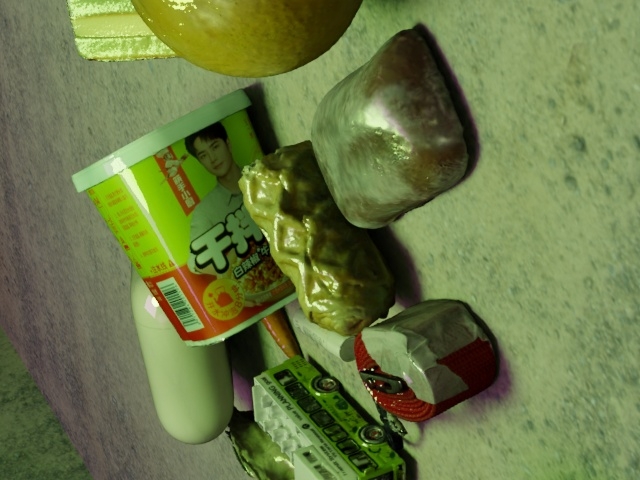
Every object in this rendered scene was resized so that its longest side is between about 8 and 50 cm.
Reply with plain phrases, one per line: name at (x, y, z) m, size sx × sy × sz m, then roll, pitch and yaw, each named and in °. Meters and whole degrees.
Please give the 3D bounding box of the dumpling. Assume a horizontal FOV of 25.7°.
dumpling at (-0.071, 0.370, 2.363) m, size 0.332 × 0.086 × 0.166 m, roll 49°, pitch -178°, yaw 37°

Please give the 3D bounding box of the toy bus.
toy bus at (0.001, 0.299, 2.081) m, size 0.301 × 0.139 × 0.113 m, roll 42°, pitch 143°, yaw 48°

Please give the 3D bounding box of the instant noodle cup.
instant noodle cup at (-0.172, -0.023, 2.052) m, size 0.308 × 0.294 × 0.294 m, roll 63°, pitch 157°, yaw -7°

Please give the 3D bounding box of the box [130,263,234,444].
box at (-0.232, 0.148, 2.367) m, size 0.289 × 0.141 × 0.349 m, roll -100°, pitch 1°, yaw -62°

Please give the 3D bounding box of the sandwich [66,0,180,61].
sandwich at (-0.258, -0.318, 2.056) m, size 0.144 × 0.187 × 0.117 m, roll 43°, pitch 147°, yaw 54°

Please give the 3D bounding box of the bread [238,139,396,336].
bread at (0.000, 0.000, 1.823) m, size 0.130 × 0.152 × 0.268 m, roll -42°, pitch 70°, yaw 41°

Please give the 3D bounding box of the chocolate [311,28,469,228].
chocolate at (0.063, -0.116, 1.661) m, size 0.185 × 0.100 × 0.303 m, roll 63°, pitch 159°, yaw 4°

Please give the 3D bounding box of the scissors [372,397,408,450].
scissors at (0.094, 0.239, 1.859) m, size 0.300 × 0.022 × 0.109 m, roll 148°, pitch 101°, yaw -88°

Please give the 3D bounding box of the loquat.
loquat at (-0.102, -0.345, 1.507) m, size 0.328 × 0.359 × 0.328 m, roll -177°, pitch 90°, yaw -69°

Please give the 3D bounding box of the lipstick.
lipstick at (0.008, 0.135, 2.051) m, size 0.141 × 0.040 × 0.040 m, roll 29°, pitch 136°, yaw 55°

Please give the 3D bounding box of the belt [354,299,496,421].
belt at (0.119, 0.152, 1.729) m, size 0.201 × 0.124 × 0.128 m, roll -6°, pitch 107°, yaw 66°

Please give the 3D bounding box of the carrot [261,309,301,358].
carrot at (-0.096, 0.086, 2.215) m, size 0.257 × 0.061 × 0.061 m, roll 65°, pitch 156°, yaw -3°
